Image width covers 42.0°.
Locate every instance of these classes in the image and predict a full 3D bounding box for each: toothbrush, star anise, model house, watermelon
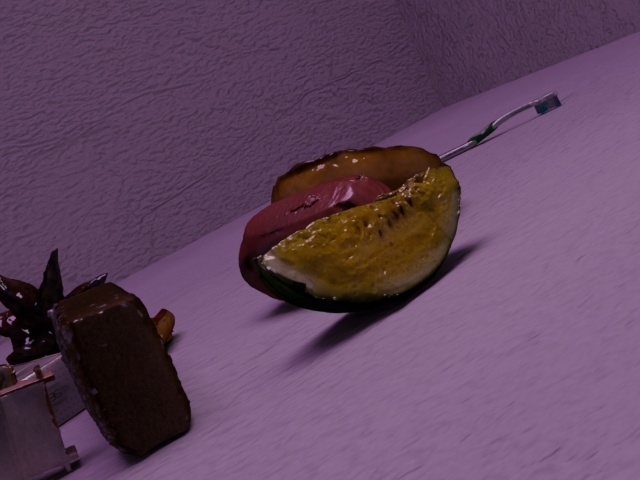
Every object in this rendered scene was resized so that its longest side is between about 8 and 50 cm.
[{"bbox_3d":[0.378,-0.251,2.001,0.418,0.040,0.042,-26,10,6],"label":"toothbrush"},{"bbox_3d":[-0.435,0.141,1.355,0.272,0.272,0.102,-24,35,14],"label":"star anise"},{"bbox_3d":[-0.471,0.236,0.992,0.326,0.169,0.244,-21,3,-19],"label":"model house"},{"bbox_3d":[0.058,0.012,0.993,0.301,0.129,0.123,-25,8,-31],"label":"watermelon"}]

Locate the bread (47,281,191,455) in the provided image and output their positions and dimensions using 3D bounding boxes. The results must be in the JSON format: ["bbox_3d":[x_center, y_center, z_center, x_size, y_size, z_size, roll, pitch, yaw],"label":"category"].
[{"bbox_3d":[-0.259,0.144,1.037,0.113,0.165,0.416,-27,7,-17],"label":"bread"}]

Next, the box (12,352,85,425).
[{"bbox_3d":[-0.520,0.276,1.289,0.330,0.095,0.210,-16,13,46],"label":"box"}]

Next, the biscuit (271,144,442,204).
[{"bbox_3d":[0.064,-0.068,1.368,0.297,0.101,0.296,-9,-14,-2],"label":"biscuit"}]

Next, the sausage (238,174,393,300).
[{"bbox_3d":[0.000,0.000,1.200,0.280,0.152,0.152,-21,9,38],"label":"sausage"}]

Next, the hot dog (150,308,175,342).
[{"bbox_3d":[-0.279,0.160,1.396,0.072,0.055,0.188,-29,8,5],"label":"hot dog"}]
